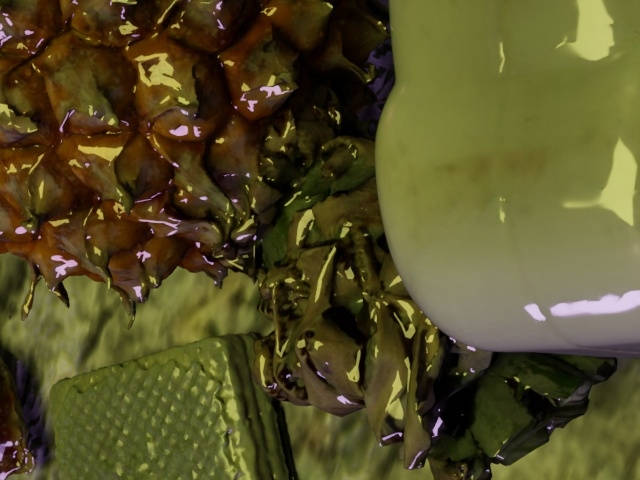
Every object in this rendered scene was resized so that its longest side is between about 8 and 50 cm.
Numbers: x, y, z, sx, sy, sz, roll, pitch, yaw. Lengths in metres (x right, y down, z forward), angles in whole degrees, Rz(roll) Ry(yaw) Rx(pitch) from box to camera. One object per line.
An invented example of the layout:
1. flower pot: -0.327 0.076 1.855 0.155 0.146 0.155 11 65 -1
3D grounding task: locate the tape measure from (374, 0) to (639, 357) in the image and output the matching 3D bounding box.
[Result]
1. tape measure: 0.127 -0.060 0.582 0.130 0.258 0.265 -9 79 37

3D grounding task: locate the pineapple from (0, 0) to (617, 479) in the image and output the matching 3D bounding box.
1. pineapple: 0.000 0.000 0.680 0.271 0.262 0.262 45 117 18

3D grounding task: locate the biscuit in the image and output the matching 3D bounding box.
1. biscuit: -0.076 0.188 0.861 0.150 0.052 0.252 -15 84 35

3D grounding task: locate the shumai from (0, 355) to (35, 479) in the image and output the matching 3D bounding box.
1. shumai: -0.247 0.096 0.944 0.105 0.123 0.139 -22 66 24
